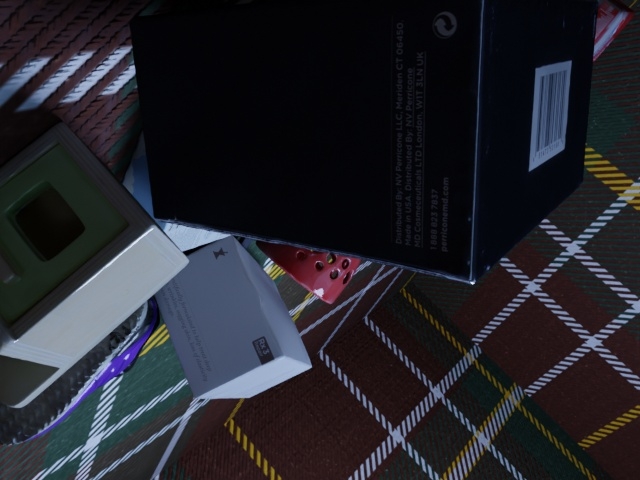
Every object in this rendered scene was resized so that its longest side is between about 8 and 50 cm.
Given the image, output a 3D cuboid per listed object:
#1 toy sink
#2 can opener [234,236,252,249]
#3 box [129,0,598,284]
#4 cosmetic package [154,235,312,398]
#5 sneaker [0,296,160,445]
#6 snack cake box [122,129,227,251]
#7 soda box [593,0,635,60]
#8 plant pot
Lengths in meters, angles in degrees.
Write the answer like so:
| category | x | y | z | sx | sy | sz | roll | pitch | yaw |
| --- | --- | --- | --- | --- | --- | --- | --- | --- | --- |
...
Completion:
| category | x | y | z | sx | sy | sz | roll | pitch | yaw |
| --- | --- | --- | --- | --- | --- | --- | --- | --- | --- |
| toy sink | -0.278 | 0.028 | 0.582 | 0.234 | 0.153 | 0.131 | -41 | 164 | -9 |
| can opener | -0.121 | -0.028 | 1.002 | 0.073 | 0.059 | 0.186 | -16 | 149 | -43 |
| box | 0.050 | -0.115 | 0.522 | 0.296 | 0.294 | 0.183 | -27 | 119 | -51 |
| cosmetic package | -0.141 | 0.156 | 1.066 | 0.156 | 0.217 | 0.385 | -26 | 163 | 0 |
| sneaker | -0.352 | 0.193 | 0.900 | 0.293 | 0.102 | 0.146 | -43 | 165 | -7 |
| snack cake box | -0.134 | -0.107 | 0.716 | 0.152 | 0.089 | 0.264 | -21 | 152 | -51 |
| soda box | 0.304 | -0.364 | 0.845 | 0.092 | 0.263 | 0.083 | -25 | 156 | -50 |
| plant pot | 0.000 | 0.000 | 1.144 | 0.174 | 0.191 | 0.191 | -50 | 164 | 2 |
